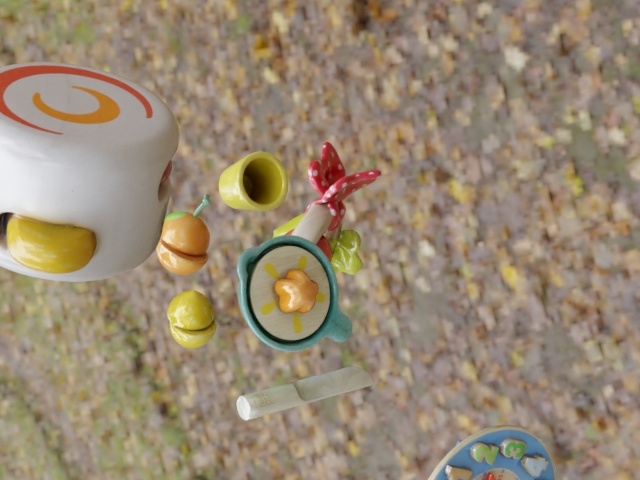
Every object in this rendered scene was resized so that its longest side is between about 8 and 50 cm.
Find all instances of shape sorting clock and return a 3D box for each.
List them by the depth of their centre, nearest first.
[{"bbox_3d":[0.185,0.303,1.472,0.040,0.206,0.206,26,124,57],"label":"shape sorting clock"}]

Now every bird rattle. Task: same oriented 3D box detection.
[{"bbox_3d":[0.000,0.000,1.880,0.143,0.207,0.253,32,150,2],"label":"bird rattle"}]

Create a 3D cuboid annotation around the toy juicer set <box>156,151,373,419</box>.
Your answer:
[{"bbox_3d":[-0.064,0.081,1.521,0.089,0.209,0.329,-8,113,54],"label":"toy juicer set"}]

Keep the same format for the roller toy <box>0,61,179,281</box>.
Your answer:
[{"bbox_3d":[-0.224,-0.056,1.172,0.209,0.191,0.146,35,124,34],"label":"roller toy"}]
